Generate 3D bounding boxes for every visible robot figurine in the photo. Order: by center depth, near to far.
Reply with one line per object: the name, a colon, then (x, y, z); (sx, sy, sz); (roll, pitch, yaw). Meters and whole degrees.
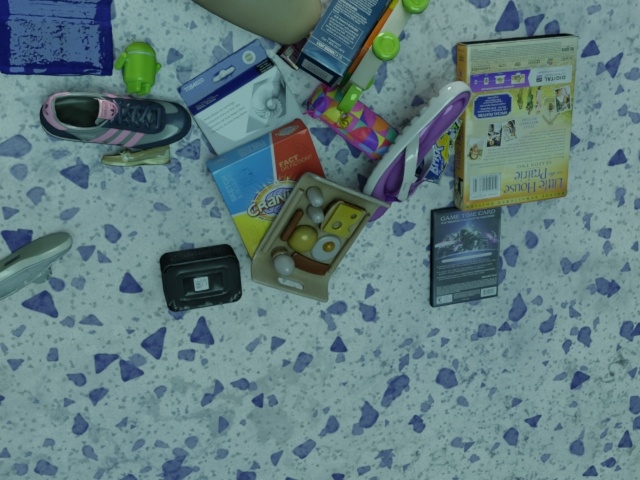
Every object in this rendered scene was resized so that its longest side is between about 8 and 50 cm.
robot figurine: (-0.383, -0.368, 1.697); (0.101, 0.067, 0.115); (5, 86, -47)

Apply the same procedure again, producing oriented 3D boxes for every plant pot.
plant pot: (-0.129, -0.533, 1.645); (0.256, 0.256, 0.274); (-49, 133, 5)

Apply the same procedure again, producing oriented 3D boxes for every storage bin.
storage bin: (-0.285, 0.088, 1.905); (0.180, 0.084, 0.122); (-9, 113, -15)

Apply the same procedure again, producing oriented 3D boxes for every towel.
towel: (-0.537, -0.488, 1.616); (0.228, 0.076, 0.308); (-3, 111, -24)

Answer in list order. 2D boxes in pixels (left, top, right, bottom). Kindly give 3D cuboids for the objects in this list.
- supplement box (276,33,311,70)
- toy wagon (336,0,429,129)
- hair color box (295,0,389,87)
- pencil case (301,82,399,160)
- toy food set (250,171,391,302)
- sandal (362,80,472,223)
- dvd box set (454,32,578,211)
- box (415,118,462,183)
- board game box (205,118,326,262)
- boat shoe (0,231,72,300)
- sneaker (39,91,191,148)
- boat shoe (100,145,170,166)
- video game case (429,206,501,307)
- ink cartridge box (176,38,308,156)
supplement box: (-0.051, -0.432, 1.799); (0.055, 0.043, 0.083); (39, 94, -26)
toy wagon: (0.118, -0.398, 1.717); (0.068, 0.267, 0.344); (33, 82, -5)
hair color box: (0.083, -0.507, 1.701); (0.105, 0.174, 0.347); (31, 89, -7)
pencil case: (0.072, -0.276, 1.867); (0.236, 0.104, 0.104); (30, 99, -25)
toy food set: (0.000, 0.000, 1.857); (0.220, 0.092, 0.306); (18, 119, -30)
sandal: (0.225, -0.185, 1.876); (0.169, 0.102, 0.416); (-7, 137, -55)
dvd box set: (0.488, -0.295, 2.010); (0.308, 0.062, 0.420); (-9, 112, -14)
box: (0.288, -0.229, 1.977); (0.059, 0.054, 0.169); (12, 106, -21)
board game box: (-0.097, -0.094, 1.876); (0.242, 0.064, 0.316); (-26, 125, -6)
boat shoe: (-0.646, 0.061, 1.792); (0.227, 0.079, 0.081); (-28, 125, 0)
sneaker: (-0.425, -0.256, 1.689); (0.319, 0.131, 0.112); (-3, 86, -18)
boat shoe: (-0.410, -0.191, 1.776); (0.153, 0.056, 0.048); (-4, 102, -17)
video game case: (0.385, 0.037, 2.127); (0.196, 0.026, 0.274); (-8, 112, -14)
ink cartridge box: (-0.173, -0.302, 1.810); (0.223, 0.045, 0.224); (-33, 116, -2)
